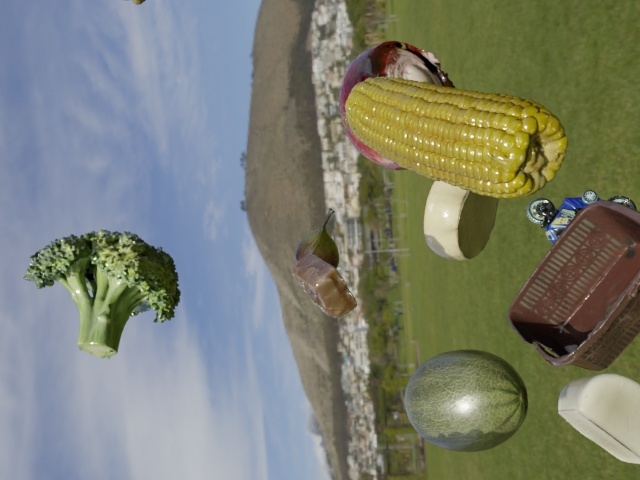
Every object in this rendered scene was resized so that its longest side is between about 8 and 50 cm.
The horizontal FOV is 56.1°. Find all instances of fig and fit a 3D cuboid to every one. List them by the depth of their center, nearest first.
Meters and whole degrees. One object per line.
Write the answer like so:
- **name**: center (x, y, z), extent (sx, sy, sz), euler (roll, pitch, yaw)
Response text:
- **fig**: center (0.004, 0.009, 2.094), extent (0.230, 0.160, 0.143), euler (-69, -24, -9)

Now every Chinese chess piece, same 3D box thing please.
- **Chinese chess piece**: center (0.493, -0.095, 2.090), extent (0.338, 0.140, 0.338), euler (-24, -58, -46)

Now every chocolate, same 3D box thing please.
- **chocolate**: center (0.007, 0.131, 1.687), extent (0.148, 0.093, 0.214), euler (56, 171, -22)

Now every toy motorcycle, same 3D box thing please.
- **toy motorcycle**: center (0.774, -0.052, 1.770), extent (0.113, 0.315, 0.168), euler (51, -139, -67)

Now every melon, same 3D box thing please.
- **melon**: center (0.346, 0.380, 1.430), extent (0.237, 0.302, 0.237), euler (16, -116, -36)

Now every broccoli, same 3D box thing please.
- **broccoli**: center (-0.507, 0.101, 1.458), extent (0.249, 0.375, 0.302), euler (-52, 34, 22)

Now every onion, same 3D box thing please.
- **onion**: center (0.204, -0.351, 1.608), extent (0.341, 0.341, 0.341), euler (-4, -90, -84)

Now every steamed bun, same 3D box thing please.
- **steamed bun**: center (0.747, 0.435, 1.528), extent (0.164, 0.242, 0.146), euler (-53, -4, -18)

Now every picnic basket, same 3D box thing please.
- **picnic basket**: center (0.495, 0.091, 1.063), extent (0.297, 0.129, 0.222), euler (-57, 21, 12)

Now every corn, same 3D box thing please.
- **corn**: center (0.162, -0.149, 0.819), extent (0.344, 0.131, 0.131), euler (32, 136, 51)

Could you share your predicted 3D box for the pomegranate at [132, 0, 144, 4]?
- **pomegranate**: center (-0.447, -0.640, 1.422), extent (0.122, 0.143, 0.169), euler (53, 168, -17)
